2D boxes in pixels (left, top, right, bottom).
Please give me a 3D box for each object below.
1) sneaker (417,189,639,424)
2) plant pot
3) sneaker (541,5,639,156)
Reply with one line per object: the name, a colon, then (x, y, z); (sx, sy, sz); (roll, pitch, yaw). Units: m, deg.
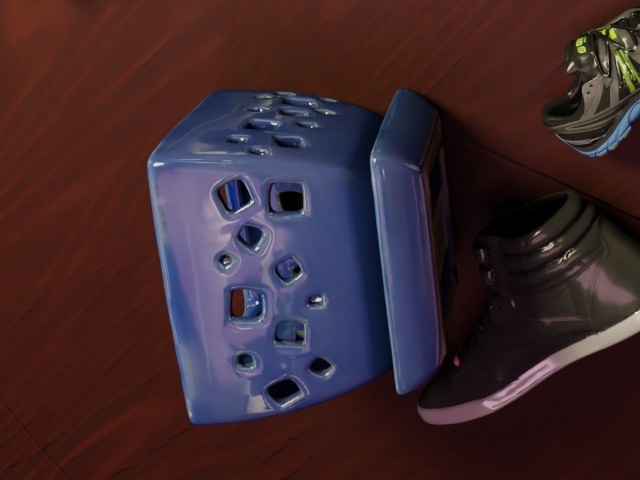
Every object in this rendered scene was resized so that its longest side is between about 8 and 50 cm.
sneaker: (0.168, 0.056, 1.140); (0.147, 0.104, 0.296); (49, 127, -5)
plant pot: (0.000, 0.000, 1.048); (0.212, 0.236, 0.236); (-4, 110, 11)
sneaker: (0.237, -0.146, 0.990); (0.078, 0.067, 0.188); (23, 130, -8)
